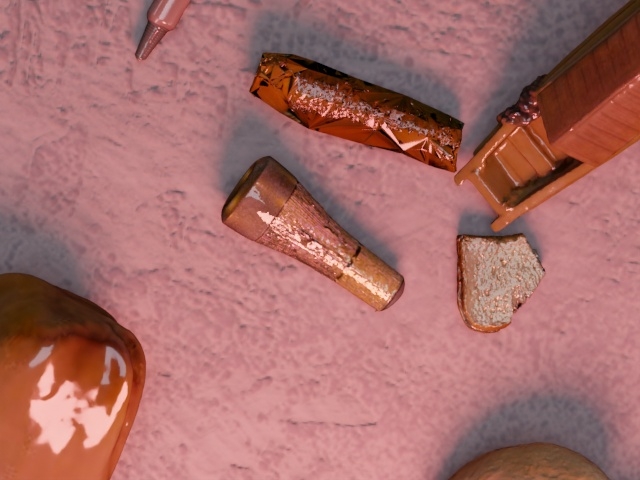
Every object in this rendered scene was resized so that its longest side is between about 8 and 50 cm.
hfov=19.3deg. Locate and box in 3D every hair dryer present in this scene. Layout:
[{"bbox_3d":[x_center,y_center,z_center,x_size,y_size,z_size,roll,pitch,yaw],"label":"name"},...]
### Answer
[{"bbox_3d":[-0.147,-0.298,1.923,0.195,0.053,0.220,43,94,0],"label":"hair dryer"}]

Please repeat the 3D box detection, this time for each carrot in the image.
[{"bbox_3d":[0.041,-0.132,1.916,0.228,0.069,0.069,20,88,-3],"label":"carrot"}]

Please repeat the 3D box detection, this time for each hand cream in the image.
[{"bbox_3d":[0.000,0.000,1.911,0.203,0.084,0.084,35,88,-9],"label":"hand cream"}]

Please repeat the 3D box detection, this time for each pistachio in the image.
[{"bbox_3d":[-0.291,0.167,1.856,0.212,0.163,0.261,23,102,18],"label":"pistachio"}]

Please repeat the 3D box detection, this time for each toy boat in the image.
[{"bbox_3d":[0.301,-0.150,1.797,0.136,0.162,0.445,49,131,-2],"label":"toy boat"}]

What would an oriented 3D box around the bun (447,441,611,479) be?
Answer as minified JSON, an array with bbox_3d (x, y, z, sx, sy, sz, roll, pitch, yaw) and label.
[{"bbox_3d":[0.192,0.299,1.853,0.222,0.127,0.222,-8,71,25],"label":"bun"}]

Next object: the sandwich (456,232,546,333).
[{"bbox_3d":[0.184,0.044,1.933,0.093,0.036,0.105,2,90,-3],"label":"sandwich"}]
